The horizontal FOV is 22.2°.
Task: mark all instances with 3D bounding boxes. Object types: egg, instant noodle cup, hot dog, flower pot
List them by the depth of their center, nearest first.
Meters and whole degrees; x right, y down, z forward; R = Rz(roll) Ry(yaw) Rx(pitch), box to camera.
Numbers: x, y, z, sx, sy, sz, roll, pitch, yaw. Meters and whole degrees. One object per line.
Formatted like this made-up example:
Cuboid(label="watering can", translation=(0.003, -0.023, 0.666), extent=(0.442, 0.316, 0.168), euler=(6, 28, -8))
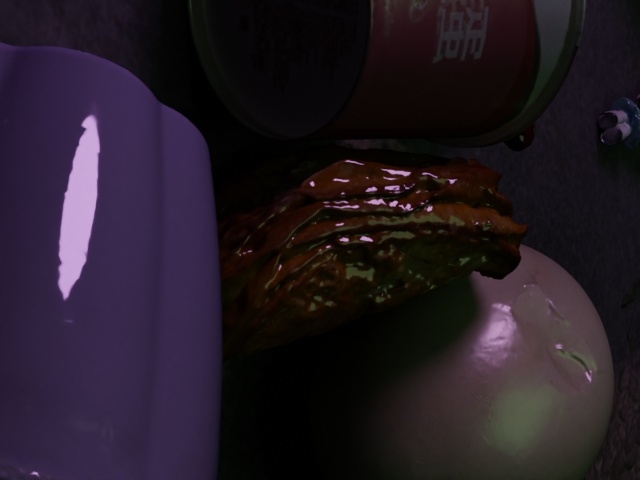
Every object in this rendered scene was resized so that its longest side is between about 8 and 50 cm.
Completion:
Cuboid(label="flower pot", translation=(-0.168, 0.037, 0.837), extent=(0.265, 0.265, 0.243), euler=(36, 56, -49))
Cuboid(label="hot dog", translation=(0.001, -0.003, 1.070), extent=(0.259, 0.175, 0.114), euler=(-15, 104, -25))
Cuboid(label="instant noodle cup", translation=(0.034, -0.164, 1.085), extent=(0.178, 0.234, 0.235), euler=(-14, 107, -42))
Cuboid(label="egg", translation=(0.107, 0.112, 1.211), extent=(0.269, 0.219, 0.219), euler=(-50, 131, -38))

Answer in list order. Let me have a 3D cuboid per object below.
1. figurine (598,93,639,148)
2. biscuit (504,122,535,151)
Cuboid(label="figurine", translation=(0.310, -0.122, 1.586), extent=(0.106, 0.047, 0.060), euler=(-18, 73, -43))
Cuboid(label="biscuit", translation=(0.134, -0.176, 1.231), extent=(0.063, 0.235, 0.151), euler=(-3, 114, -10))
